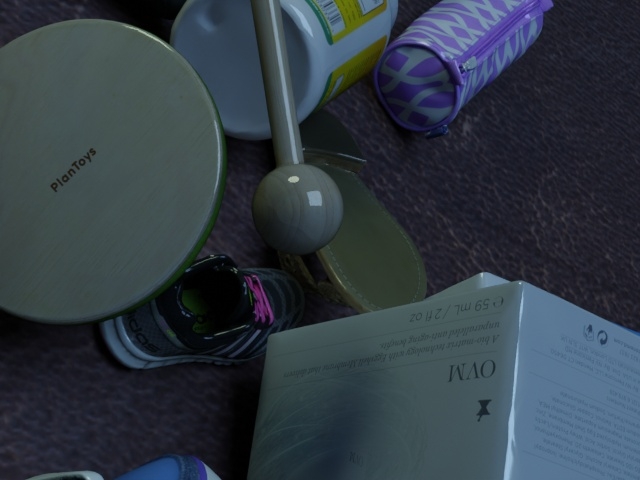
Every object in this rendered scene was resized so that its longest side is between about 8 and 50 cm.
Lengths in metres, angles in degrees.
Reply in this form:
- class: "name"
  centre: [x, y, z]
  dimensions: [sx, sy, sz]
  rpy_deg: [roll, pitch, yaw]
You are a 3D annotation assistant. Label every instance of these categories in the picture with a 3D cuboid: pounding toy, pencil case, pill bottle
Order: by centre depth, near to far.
- class: "pounding toy"
  centre: [-0.106, -0.039, 0.910]
  dimensions: [0.110, 0.236, 0.183]
  rpy_deg: [40, 34, -72]
- class: "pill bottle"
  centre: [-0.016, -0.156, 1.104]
  dimensions: [0.117, 0.117, 0.208]
  rpy_deg: [56, 30, -6]
- class: "pencil case"
  centre: [0.122, -0.166, 1.291]
  dimensions: [0.086, 0.088, 0.206]
  rpy_deg: [56, 39, -10]

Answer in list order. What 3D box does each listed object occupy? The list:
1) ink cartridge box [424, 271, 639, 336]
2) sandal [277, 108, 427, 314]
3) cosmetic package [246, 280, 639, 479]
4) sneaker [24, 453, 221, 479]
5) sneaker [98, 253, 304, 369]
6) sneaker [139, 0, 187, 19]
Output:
- class: "ink cartridge box"
  centre: [0.159, 0.207, 1.077]
  dimensions: [0.223, 0.129, 0.307]
  rpy_deg: [22, 54, -38]
- class: "sandal"
  centre: [0.006, 0.001, 1.084]
  dimensions: [0.088, 0.079, 0.240]
  rpy_deg: [13, 36, -28]
- class: "cosmetic package"
  centre: [0.069, 0.164, 0.902]
  dimensions: [0.138, 0.224, 0.225]
  rpy_deg: [23, 64, -36]
- class: "sneaker"
  centre: [-0.196, 0.140, 0.735]
  dimensions: [0.236, 0.130, 0.323]
  rpy_deg: [57, 45, -12]
- class: "sneaker"
  centre: [-0.060, 0.044, 0.982]
  dimensions: [0.170, 0.075, 0.063]
  rpy_deg: [-5, 72, -49]
- class: "sneaker"
  centre: [-0.188, -0.240, 1.020]
  dimensions: [0.106, 0.101, 0.267]
  rpy_deg: [-51, 118, -17]
